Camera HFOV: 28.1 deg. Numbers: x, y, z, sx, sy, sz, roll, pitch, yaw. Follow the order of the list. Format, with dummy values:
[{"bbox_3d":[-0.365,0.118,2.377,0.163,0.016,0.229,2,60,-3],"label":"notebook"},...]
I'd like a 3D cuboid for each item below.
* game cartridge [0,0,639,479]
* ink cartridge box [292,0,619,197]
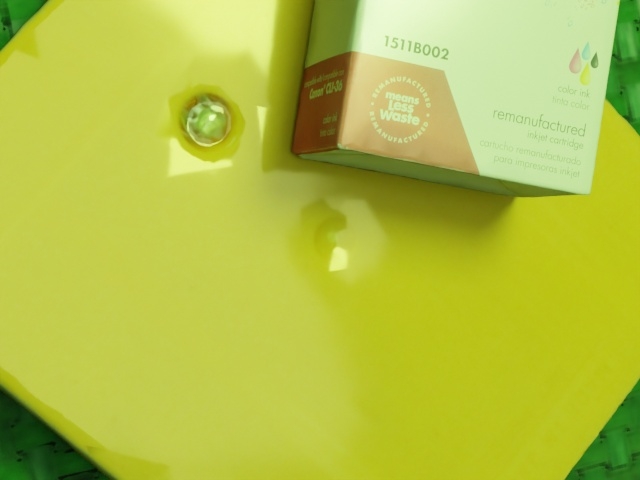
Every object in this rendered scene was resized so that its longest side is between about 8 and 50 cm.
[{"bbox_3d":[0.000,0.000,0.585,0.323,0.052,0.285,44,78,-15],"label":"game cartridge"},{"bbox_3d":[0.064,-0.124,0.542,0.115,0.067,0.198,9,88,-18],"label":"ink cartridge box"}]
